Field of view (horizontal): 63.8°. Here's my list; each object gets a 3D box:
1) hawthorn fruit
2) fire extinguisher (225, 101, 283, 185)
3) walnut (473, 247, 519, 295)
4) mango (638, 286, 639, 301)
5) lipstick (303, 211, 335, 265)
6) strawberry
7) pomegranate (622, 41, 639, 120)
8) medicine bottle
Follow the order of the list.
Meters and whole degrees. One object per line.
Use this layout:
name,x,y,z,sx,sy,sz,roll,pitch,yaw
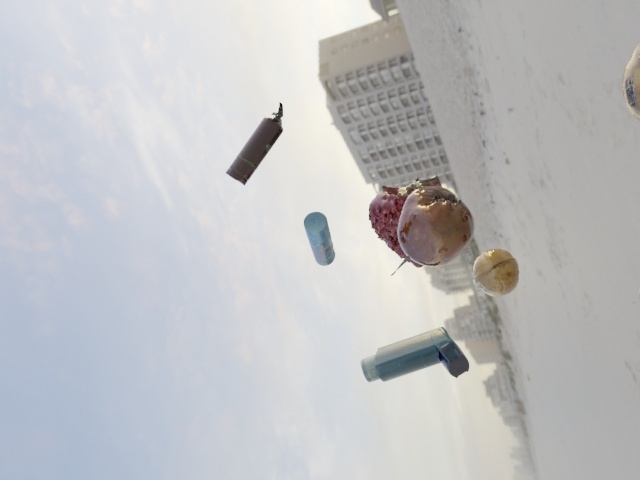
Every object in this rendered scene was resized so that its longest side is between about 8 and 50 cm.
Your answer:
hawthorn fruit,0.213,-0.020,0.984,0.189,0.149,0.149,111,161,-57
fire extinguisher,-0.109,-0.174,0.938,0.157,0.045,0.078,-56,-10,0
walnut,0.598,0.112,1.752,0.207,0.159,0.159,49,-147,-69
mango,0.973,0.212,1.340,0.317,0.211,0.173,49,-124,-6
lipstick,0.000,0.000,1.041,0.158,0.048,0.048,74,-168,-62
strawberry,0.209,-0.040,1.164,0.187,0.184,0.202,-26,-79,-70
pomegranate,0.836,-0.384,1.182,0.260,0.260,0.261,-12,-90,-72
medicine bottle,0.230,0.298,1.278,0.124,0.258,0.079,-94,-21,-48
